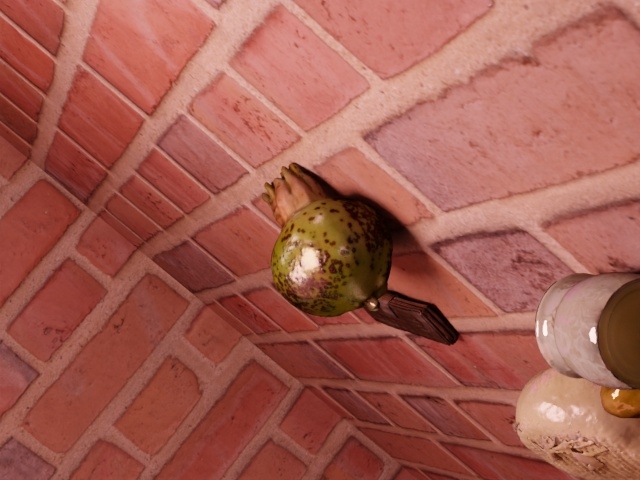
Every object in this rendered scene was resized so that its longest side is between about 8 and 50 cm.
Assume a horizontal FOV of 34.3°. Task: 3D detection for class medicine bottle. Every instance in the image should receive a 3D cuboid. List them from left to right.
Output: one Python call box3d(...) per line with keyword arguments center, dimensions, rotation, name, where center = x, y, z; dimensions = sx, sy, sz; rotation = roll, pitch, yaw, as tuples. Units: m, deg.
box3d(center=(0.368, 0.113, 1.324), dimensions=(0.147, 0.147, 0.143), rotation=(43, 167, -16), name="medicine bottle")

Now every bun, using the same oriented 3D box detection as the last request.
box3d(center=(0.439, 0.280, 1.612), dimensions=(0.273, 0.168, 0.273), rotation=(22, 158, 10), name="bun")

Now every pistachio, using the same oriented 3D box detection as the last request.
box3d(center=(0.465, 0.189, 1.398), dimensions=(0.110, 0.189, 0.100), rotation=(-108, 20, -62), name="pistachio")

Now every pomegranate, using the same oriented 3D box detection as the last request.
box3d(center=(0.015, -0.005, 1.745), dimensions=(0.204, 0.276, 0.222), rotation=(3, 147, -15), name="pomegranate")

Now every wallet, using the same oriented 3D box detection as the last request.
box3d(center=(0.157, 0.141, 2.034), dimensions=(0.230, 0.042, 0.124), rotation=(18, 158, 51), name="wallet")
